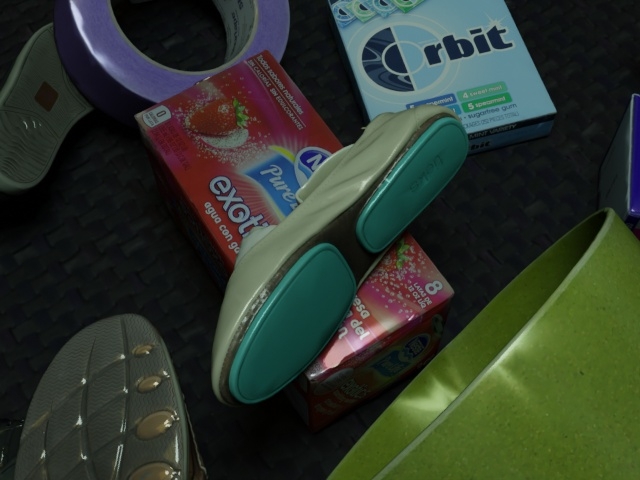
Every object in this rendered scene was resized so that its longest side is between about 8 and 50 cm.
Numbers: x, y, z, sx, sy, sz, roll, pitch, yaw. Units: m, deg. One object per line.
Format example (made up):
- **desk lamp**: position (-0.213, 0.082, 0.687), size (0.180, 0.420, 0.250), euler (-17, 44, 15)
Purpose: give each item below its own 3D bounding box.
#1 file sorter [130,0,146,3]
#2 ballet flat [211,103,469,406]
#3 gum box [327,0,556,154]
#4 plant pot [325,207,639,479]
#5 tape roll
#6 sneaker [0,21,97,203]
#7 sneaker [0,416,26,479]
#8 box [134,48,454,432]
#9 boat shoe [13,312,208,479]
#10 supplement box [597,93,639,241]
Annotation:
- **file sorter**: position (-0.126, -0.408, 0.901), size (0.193, 0.173, 0.277), euler (-12, 63, -4)
- **ballet flat**: position (0.000, 0.000, 0.599), size (0.086, 0.086, 0.248), euler (36, 66, 19)
- **gum box**: position (0.104, -0.160, 0.836), size (0.157, 0.041, 0.184), euler (-14, 63, -5)
- **plant pot**: position (0.182, 0.180, 0.555), size (0.293, 0.275, 0.275), euler (44, 71, 5)
- **tape roll**: position (-0.127, -0.191, 0.792), size (0.189, 0.080, 0.188), euler (4, 79, -23)
- **sneaker**: position (-0.267, -0.106, 0.801), size (0.118, 0.083, 0.222), euler (-23, 30, 32)
- **sneaker**: position (-0.239, 0.148, 0.678), size (0.170, 0.051, 0.089), euler (-42, 71, -10)
- **box**: position (-0.024, -0.002, 0.707), size (0.123, 0.128, 0.256), euler (-29, 65, -14)
- **boat shoe**: position (-0.121, 0.211, 0.609), size (0.123, 0.116, 0.324), euler (-11, 67, 10)
- **supplement box**: position (0.338, -0.024, 0.717), size (0.220, 0.111, 0.113), euler (8, 63, 7)
